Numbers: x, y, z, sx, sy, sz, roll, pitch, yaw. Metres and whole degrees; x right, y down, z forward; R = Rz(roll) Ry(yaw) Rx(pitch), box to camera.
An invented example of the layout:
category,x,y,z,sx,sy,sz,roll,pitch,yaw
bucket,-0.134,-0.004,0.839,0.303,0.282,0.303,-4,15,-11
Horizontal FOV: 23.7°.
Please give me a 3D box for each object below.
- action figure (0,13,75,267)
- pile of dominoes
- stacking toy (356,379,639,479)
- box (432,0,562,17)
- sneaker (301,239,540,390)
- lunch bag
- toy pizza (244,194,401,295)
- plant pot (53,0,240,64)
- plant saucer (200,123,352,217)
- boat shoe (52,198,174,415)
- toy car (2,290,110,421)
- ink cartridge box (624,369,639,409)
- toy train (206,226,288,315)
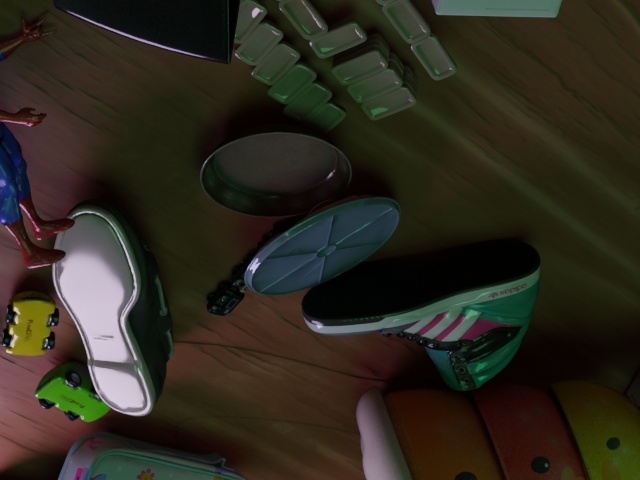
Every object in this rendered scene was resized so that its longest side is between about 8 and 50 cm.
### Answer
category,x,y,z,sx,sy,sz,roll,pitch,yaw
action figure,-0.302,-0.114,1.554,0.139,0.091,0.280,-18,124,13
pile of dominoes,0.008,-0.222,1.582,0.196,0.040,0.251,-20,132,25
stacking toy,0.308,0.284,1.960,0.480,0.350,0.350,-21,136,1
box,0.180,-0.312,1.484,0.130,0.091,0.170,0,135,-12
sneaker,0.130,0.110,1.889,0.295,0.124,0.178,-11,127,-4
lunch bag,-0.223,0.376,2.027,0.279,0.108,0.224,19,86,-32
toy pizza,0.000,0.000,1.769,0.201,0.032,0.201,-23,159,-10
plant pot,-0.156,-0.291,1.377,0.167,0.187,0.188,4,135,0
plant saucer,-0.050,-0.081,1.691,0.168,0.029,0.168,-2,149,-1
boat shoe,-0.237,0.064,1.789,0.112,0.095,0.335,9,134,14
toy car,-0.352,0.157,1.870,0.239,0.053,0.225,-36,132,24
ink cartridge box,0.511,0.239,2.120,0.160,0.092,0.219,4,133,-16
toy train,-0.082,0.039,1.829,0.036,0.027,0.158,20,128,-34
